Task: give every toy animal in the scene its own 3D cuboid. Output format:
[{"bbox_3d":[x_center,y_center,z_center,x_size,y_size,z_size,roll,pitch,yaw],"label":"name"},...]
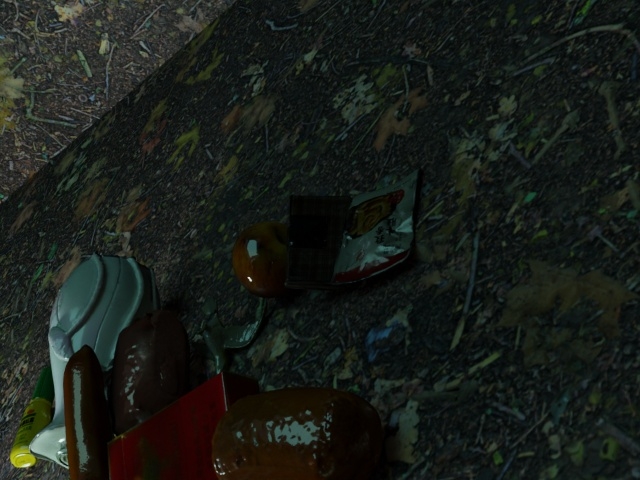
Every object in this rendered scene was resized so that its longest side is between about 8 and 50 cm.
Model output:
[{"bbox_3d":[-0.206,0.194,1.808,0.219,0.095,0.155,-26,34,42],"label":"toy animal"}]

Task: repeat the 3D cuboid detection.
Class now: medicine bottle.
[{"bbox_3d":[-0.667,0.412,2.272,0.095,0.064,0.260,-34,33,30],"label":"medicine bottle"}]

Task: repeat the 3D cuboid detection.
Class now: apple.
[{"bbox_3d":[-0.095,0.032,1.768,0.146,0.146,0.146,-36,33,28],"label":"apple"}]

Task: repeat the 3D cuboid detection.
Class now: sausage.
[{"bbox_3d":[-0.324,0.264,1.828,0.152,0.152,0.279,-33,45,32],"label":"sausage"},{"bbox_3d":[-0.428,0.332,1.756,0.089,0.083,0.300,95,162,-58],"label":"sausage"},{"bbox_3d":[-0.038,0.289,1.368,0.268,0.153,0.141,-10,45,33],"label":"sausage"}]

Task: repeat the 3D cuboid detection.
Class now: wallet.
[{"bbox_3d":[0.000,0.000,1.713,0.230,0.124,0.042,-90,3,-45],"label":"wallet"}]

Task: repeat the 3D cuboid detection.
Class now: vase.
[{"bbox_3d":[-0.464,0.257,1.988,0.250,0.250,0.445,-32,39,34],"label":"vase"}]

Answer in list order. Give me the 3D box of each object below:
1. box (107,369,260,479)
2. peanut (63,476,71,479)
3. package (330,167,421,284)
[{"bbox_3d":[-0.221,0.372,1.587,0.313,0.089,0.197,-33,53,30],"label":"box"},{"bbox_3d":[-0.484,0.567,1.754,0.149,0.149,0.313,3,65,57],"label":"peanut"},{"bbox_3d":[0.101,-0.024,1.651,0.154,0.030,0.239,-21,36,30],"label":"package"}]
